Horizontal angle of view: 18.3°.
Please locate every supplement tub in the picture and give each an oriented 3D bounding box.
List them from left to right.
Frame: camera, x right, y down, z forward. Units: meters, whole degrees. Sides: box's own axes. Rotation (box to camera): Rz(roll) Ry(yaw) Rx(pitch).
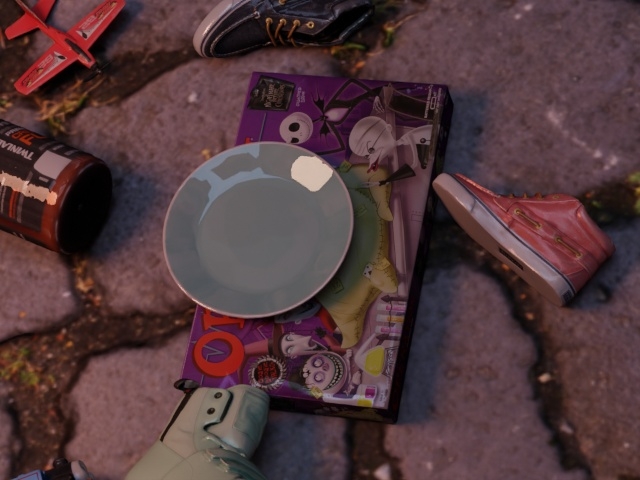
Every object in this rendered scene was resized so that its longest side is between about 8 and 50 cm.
[{"bbox_3d":[-0.315,-0.064,1.996,0.198,0.106,0.106,21,70,20],"label":"supplement tub"}]

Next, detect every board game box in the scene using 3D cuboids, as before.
[{"bbox_3d":[0.000,0.000,1.933,0.208,0.056,0.346,3,65,18],"label":"board game box"}]

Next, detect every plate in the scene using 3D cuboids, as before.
[{"bbox_3d":[-0.058,-0.008,1.911,0.188,0.024,0.188,-5,64,10],"label":"plate"}]

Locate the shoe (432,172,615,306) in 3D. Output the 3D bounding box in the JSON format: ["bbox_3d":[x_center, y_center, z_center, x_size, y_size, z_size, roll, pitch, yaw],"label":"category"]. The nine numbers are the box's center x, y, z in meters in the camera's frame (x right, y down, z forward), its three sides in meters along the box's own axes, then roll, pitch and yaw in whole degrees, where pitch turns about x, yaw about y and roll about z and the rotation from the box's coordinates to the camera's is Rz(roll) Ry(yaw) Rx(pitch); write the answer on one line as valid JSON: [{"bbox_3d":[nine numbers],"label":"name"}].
[{"bbox_3d":[0.194,-0.021,1.894,0.081,0.063,0.178,-44,69,-12],"label":"shoe"}]

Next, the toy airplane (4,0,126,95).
[{"bbox_3d":[-0.280,-0.214,2.106,0.151,0.028,0.151,-5,62,9],"label":"toy airplane"}]

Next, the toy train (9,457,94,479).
[{"bbox_3d":[-0.281,0.266,1.844,0.184,0.080,0.105,-22,56,1],"label":"toy train"}]

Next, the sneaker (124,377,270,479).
[{"bbox_3d":[-0.074,0.192,1.778,0.256,0.094,0.151,2,55,50],"label":"sneaker"}]

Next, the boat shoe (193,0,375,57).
[{"bbox_3d":[-0.037,-0.224,2.037,0.183,0.065,0.083,-31,61,-5],"label":"boat shoe"}]
